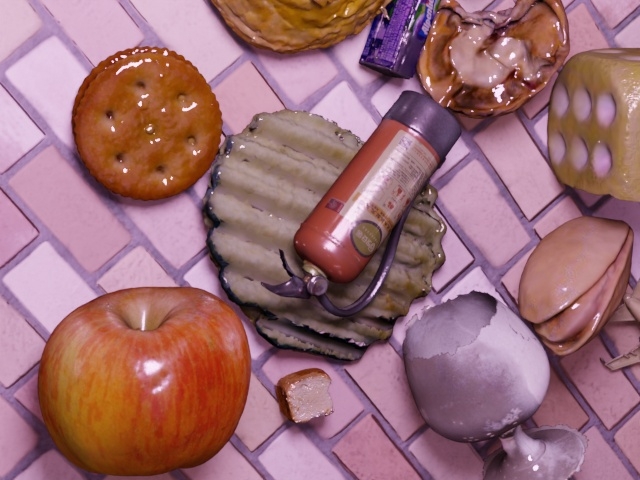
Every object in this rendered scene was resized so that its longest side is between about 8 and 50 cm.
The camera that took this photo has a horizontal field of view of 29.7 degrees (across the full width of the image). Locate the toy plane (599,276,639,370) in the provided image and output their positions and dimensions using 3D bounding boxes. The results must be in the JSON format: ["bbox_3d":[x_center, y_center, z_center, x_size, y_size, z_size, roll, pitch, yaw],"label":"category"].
[{"bbox_3d":[0.615,0.155,2.130,0.256,0.104,0.242,34,104,-18],"label":"toy plane"}]

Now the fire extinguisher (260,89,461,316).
[{"bbox_3d":[0.080,-0.028,1.804,0.200,0.113,0.376,44,77,-23],"label":"fire extinguisher"}]

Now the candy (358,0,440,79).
[{"bbox_3d":[0.150,-0.397,1.815,0.061,0.088,0.312,18,95,-42],"label":"candy"}]

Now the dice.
[{"bbox_3d":[0.515,-0.186,1.928,0.233,0.238,0.227,-5,105,-21],"label":"dice"}]

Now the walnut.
[{"bbox_3d":[0.268,-0.281,1.856,0.238,0.141,0.204,-1,84,22],"label":"walnut"}]

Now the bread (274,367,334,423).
[{"bbox_3d":[-0.025,0.240,1.912,0.083,0.070,0.077,-16,108,-18],"label":"bread"}]

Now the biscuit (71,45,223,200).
[{"bbox_3d":[-0.249,-0.167,1.734,0.220,0.066,0.220,-6,108,-19],"label":"biscuit"}]

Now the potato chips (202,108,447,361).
[{"bbox_3d":[0.000,0.000,1.870,0.429,0.070,0.358,23,89,-27],"label":"potato chips"}]

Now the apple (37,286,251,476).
[{"bbox_3d":[-0.248,0.214,1.709,0.301,0.301,0.302,-5,104,-20],"label":"apple"}]

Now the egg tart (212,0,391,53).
[{"bbox_3d":[-0.008,-0.433,1.703,0.351,0.153,0.339,-45,111,0],"label":"egg tart"}]

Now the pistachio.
[{"bbox_3d":[0.421,0.062,1.969,0.162,0.181,0.293,53,46,-9],"label":"pistachio"}]

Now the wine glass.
[{"bbox_3d":[0.276,0.252,1.950,0.238,0.238,0.323,-33,111,-11],"label":"wine glass"}]
